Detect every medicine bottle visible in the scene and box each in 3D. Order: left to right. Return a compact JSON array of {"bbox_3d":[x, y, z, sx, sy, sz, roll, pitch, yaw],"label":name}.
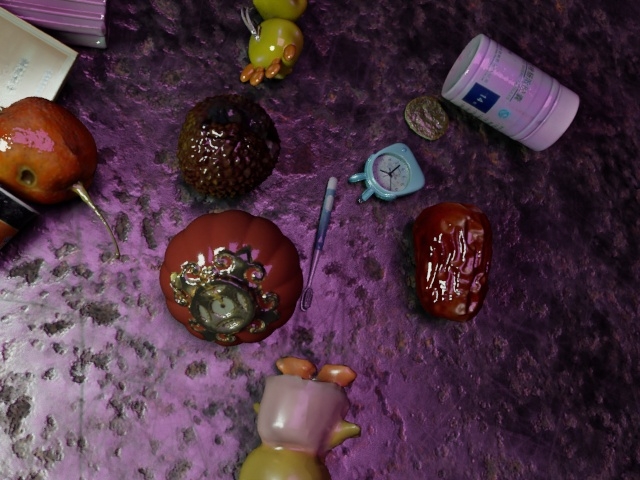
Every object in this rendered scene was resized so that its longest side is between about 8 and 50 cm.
[{"bbox_3d":[0.412,-0.318,1.178,0.254,0.152,0.152,27,68,-8],"label":"medicine bottle"}]

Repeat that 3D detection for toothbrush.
[{"bbox_3d":[0.000,0.000,1.020,0.019,0.025,0.275,17,70,-12],"label":"toothbrush"}]

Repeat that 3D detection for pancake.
[{"bbox_3d":[0.234,-0.267,1.178,0.108,0.017,0.107,4,77,-16],"label":"pancake"}]

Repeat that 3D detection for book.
[{"bbox_3d":[-0.549,-0.301,0.894,0.242,0.018,0.170,30,95,-7],"label":"book"}]

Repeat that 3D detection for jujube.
[{"bbox_3d":[0.249,0.038,1.029,0.155,0.155,0.230,9,82,-16],"label":"jujube"}]

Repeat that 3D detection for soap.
[{"bbox_3d":[-0.485,-0.418,0.961,0.203,0.065,0.122,3,75,-17],"label":"soap"}]

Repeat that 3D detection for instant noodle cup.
[{"bbox_3d":[-0.522,-0.023,0.814,0.127,0.127,0.135,33,75,-7],"label":"instant noodle cup"}]

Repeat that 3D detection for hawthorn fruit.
[{"bbox_3d":[-0.395,-0.097,0.853,0.285,0.165,0.165,43,67,-4],"label":"hawthorn fruit"}]

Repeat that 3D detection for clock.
[{"bbox_3d":[0.132,-0.130,1.090,0.147,0.045,0.108,-22,82,-21],"label":"clock"}]

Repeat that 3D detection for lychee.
[{"bbox_3d":[-0.162,-0.157,0.933,0.188,0.188,0.187,5,73,-17],"label":"lychee"}]

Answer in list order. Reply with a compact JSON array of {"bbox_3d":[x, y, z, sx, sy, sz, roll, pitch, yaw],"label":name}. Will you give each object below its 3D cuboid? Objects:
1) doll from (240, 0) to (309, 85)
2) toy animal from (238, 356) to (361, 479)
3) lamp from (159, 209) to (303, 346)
[{"bbox_3d":[-0.090,-0.401,1.053,0.135,0.143,0.220,32,61,-45],"label":"doll"},{"bbox_3d":[-0.039,0.325,0.842,0.196,0.169,0.281,4,74,28],"label":"toy animal"},{"bbox_3d":[-0.140,0.059,0.868,0.227,0.227,0.226,5,73,-17],"label":"lamp"}]
